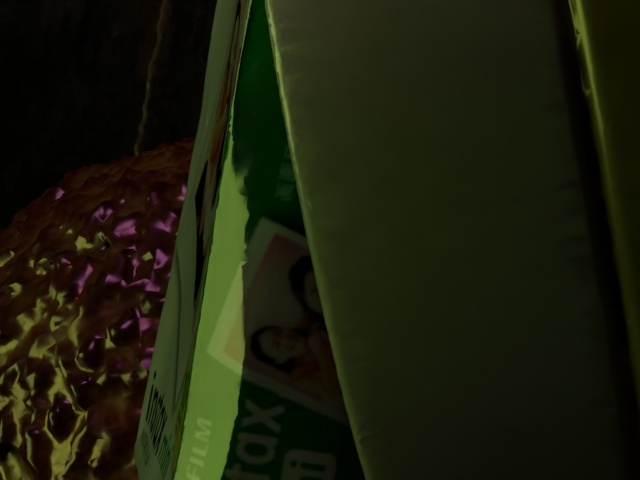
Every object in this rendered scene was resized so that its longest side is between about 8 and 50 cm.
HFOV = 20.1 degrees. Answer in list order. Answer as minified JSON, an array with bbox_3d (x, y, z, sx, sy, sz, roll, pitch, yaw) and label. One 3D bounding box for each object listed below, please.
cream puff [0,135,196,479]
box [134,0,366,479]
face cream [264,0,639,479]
[{"bbox_3d":[-0.052,0.061,0.907,0.350,0.350,0.228,-102,-1,-62],"label":"cream puff"},{"bbox_3d":[0.000,0.000,0.661,0.180,0.103,0.250,-143,65,-81],"label":"box"},{"bbox_3d":[0.091,-0.041,0.453,0.218,0.179,0.218,-10,-90,-84],"label":"face cream"}]
